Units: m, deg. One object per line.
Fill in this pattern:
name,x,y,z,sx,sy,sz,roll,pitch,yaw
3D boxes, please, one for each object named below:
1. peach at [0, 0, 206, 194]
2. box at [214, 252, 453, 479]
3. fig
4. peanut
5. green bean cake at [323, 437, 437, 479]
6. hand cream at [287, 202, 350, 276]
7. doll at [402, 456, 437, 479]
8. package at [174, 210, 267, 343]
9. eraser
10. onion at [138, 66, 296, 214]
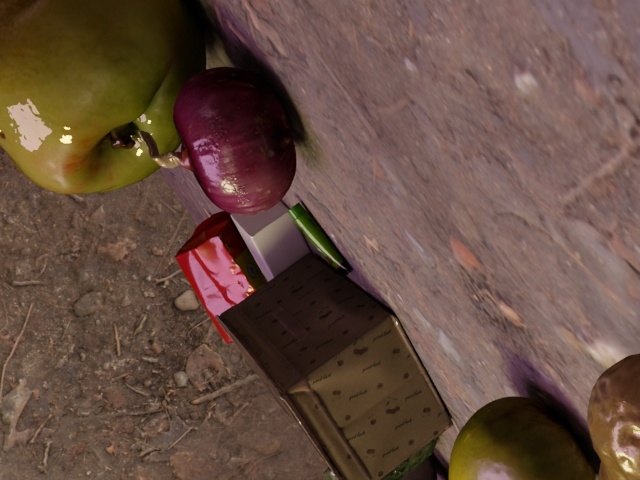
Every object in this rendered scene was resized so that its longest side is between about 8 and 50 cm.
peach,-0.288,-0.222,1.265,0.281,0.314,0.316,43,-173,-49
box,0.016,0.188,1.468,0.225,0.190,0.297,60,170,-27
fig,0.195,0.220,0.966,0.136,0.120,0.153,57,148,19
peanut,0.232,0.154,0.676,0.099,0.099,0.214,44,160,45
green bean cake,0.099,0.345,1.594,0.094,0.183,0.185,50,166,16
hand cream,0.000,0.000,1.397,0.122,0.023,0.036,50,166,4
doll,0.146,0.453,1.742,0.221,0.221,0.251,51,-158,22
package,-0.162,0.056,1.825,0.196,0.123,0.423,57,-178,-8
eraser,-0.046,0.056,1.628,0.078,0.076,0.298,44,165,46
onion,-0.103,-0.113,1.160,0.177,0.153,0.177,39,168,10
